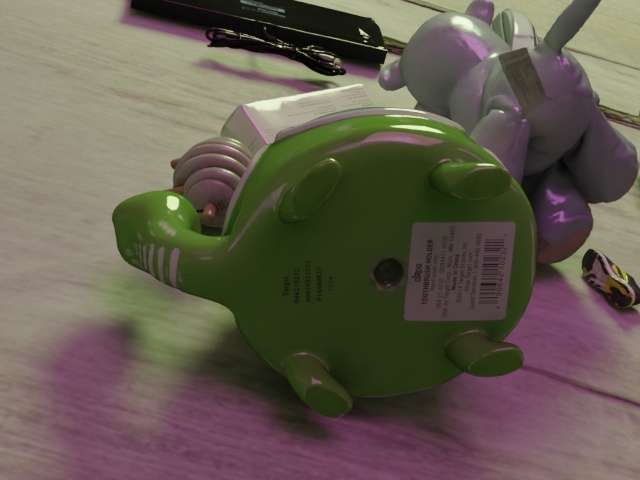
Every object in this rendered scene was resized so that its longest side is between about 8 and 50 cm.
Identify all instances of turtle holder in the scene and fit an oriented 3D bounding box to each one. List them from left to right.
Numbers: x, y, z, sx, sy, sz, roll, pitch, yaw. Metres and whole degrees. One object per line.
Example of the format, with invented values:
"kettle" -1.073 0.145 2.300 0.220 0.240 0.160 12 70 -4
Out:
"turtle holder" 0.013 0.013 1.177 0.320 0.243 0.227 -28 23 2

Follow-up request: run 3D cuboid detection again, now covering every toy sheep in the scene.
"toy sheep" -0.100 -0.052 1.312 0.091 0.091 0.132 14 37 -8

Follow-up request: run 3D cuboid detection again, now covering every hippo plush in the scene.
"hippo plush" 0.154 -0.121 1.401 0.234 0.294 0.236 -40 45 -14

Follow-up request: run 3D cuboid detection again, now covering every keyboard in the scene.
"keyboard" -0.072 -0.258 1.677 0.317 0.033 0.201 11 27 -11

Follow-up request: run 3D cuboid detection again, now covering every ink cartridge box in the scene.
"ink cartridge box" 0.028 -0.056 1.431 0.181 0.056 0.224 -14 64 -41

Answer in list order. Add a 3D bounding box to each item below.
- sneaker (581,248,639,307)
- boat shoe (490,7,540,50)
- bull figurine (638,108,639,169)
"sneaker" 0.300 0.041 1.427 0.035 0.031 0.083 8 36 -40
"boat shoe" 0.243 -0.160 1.641 0.094 0.109 0.302 22 41 -19
"bull figurine" 0.516 -0.080 1.645 0.310 0.101 0.188 5 31 -23
